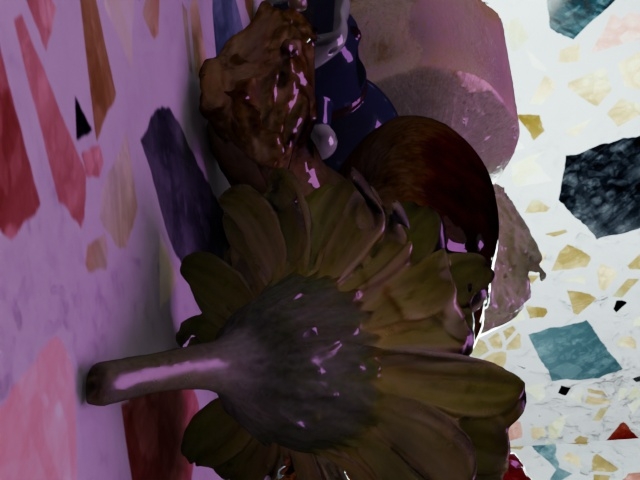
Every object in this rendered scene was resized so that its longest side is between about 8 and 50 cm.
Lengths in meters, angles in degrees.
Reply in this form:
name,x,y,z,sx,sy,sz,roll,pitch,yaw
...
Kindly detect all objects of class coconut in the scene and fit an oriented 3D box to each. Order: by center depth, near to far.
name,x,y,z,sx,sy,sz,roll,pitch,yaw
coconut,0.122,-0.177,1.995,0.297,0.298,0.309,76,11,-46

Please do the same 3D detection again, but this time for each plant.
name,x,y,z,sx,sy,sz,roll,pitch,yaw
plant,-0.012,0.063,1.055,0.297,0.306,0.261,41,68,-38

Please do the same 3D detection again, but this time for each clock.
name,x,y,z,sx,sy,sz,roll,pitch,yaw
clock,0.007,-0.150,1.655,0.199,0.147,0.243,-92,164,-49

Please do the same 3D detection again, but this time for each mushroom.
name,x,y,z,sx,sy,sz,roll,pitch,yaw
mushroom,0.005,0.019,1.394,0.334,0.356,0.331,-48,-145,47

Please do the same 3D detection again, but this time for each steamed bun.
name,x,y,z,sx,sy,sz,roll,pitch,yaw
steamed bun,0.160,0.014,2.326,0.272,0.273,0.290,28,38,-25

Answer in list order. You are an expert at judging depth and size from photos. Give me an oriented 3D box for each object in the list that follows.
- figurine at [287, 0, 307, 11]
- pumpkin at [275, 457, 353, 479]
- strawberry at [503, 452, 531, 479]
name,x,y,z,sx,sy,sz,roll,pitch,yaw
figurine,-0.049,-0.404,1.353,0.207,0.166,0.386,22,58,-60
pumpkin,0.018,0.257,1.520,0.248,0.131,0.126,-80,163,-52
strawberry,0.141,0.358,1.783,0.310,0.292,0.291,79,8,-72
